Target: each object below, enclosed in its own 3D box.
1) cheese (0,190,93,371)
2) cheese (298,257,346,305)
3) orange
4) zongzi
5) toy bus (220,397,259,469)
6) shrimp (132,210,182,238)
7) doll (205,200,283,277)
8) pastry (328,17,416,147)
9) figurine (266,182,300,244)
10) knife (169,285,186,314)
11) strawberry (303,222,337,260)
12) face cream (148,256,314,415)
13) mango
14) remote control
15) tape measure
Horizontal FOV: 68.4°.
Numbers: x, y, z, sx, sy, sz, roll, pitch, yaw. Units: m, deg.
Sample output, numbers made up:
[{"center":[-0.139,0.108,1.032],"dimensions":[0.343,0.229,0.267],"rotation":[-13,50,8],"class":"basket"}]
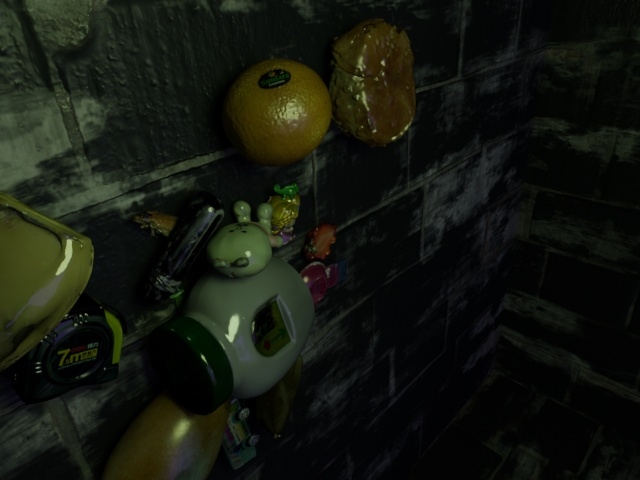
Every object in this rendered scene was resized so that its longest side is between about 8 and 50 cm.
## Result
[{"center":[-0.513,0.077,0.696],"dimensions":[0.259,0.128,0.316],"rotation":[29,80,-16],"class":"cheese"},{"center":[-0.006,0.123,1.394],"dimensions":[0.244,0.062,0.155],"rotation":[-26,126,-41],"class":"cheese"},{"center":[-0.089,-0.267,0.990],"dimensions":[0.236,0.236,0.237],"rotation":[-24,124,-41],"class":"orange"},{"center":[-0.106,0.412,1.299],"dimensions":[0.112,0.242,0.221],"rotation":[26,75,-9],"class":"zongzi"},{"center":[-0.243,0.509,1.286],"dimensions":[0.109,0.091,0.262],"rotation":[-31,127,-28],"class":"toy bus"},{"center":[-0.330,0.002,0.985],"dimensions":[0.178,0.034,0.125],"rotation":[11,102,-60],"class":"shrimp"},{"center":[-0.162,0.011,1.021],"dimensions":[0.275,0.154,0.113],"rotation":[-83,177,-61],"class":"doll"},{"center":[0.125,-0.399,1.219],"dimensions":[0.254,0.161,0.311],"rotation":[-10,105,-35],"class":"pastry"},{"center":[-0.109,-0.070,1.167],"dimensions":[0.114,0.095,0.156],"rotation":[-4,131,-26],"class":"figurine"},{"center":[-0.323,0.157,1.080],"dimensions":[0.054,0.015,0.212],"rotation":[-39,133,-31],"class":"knife"},{"center":[-0.003,0.000,1.355],"dimensions":[0.152,0.048,0.104],"rotation":[-39,128,-50],"class":"strawberry"},{"center":[-0.183,0.204,1.080],"dimensions":[0.357,0.219,0.313],"rotation":[-32,108,-47],"class":"face cream"},{"center":[-0.332,0.462,1.077],"dimensions":[0.384,0.198,0.222],"rotation":[-52,121,-31],"class":"mango"},{"center":[-0.281,0.023,0.980],"dimensions":[0.266,0.066,0.090],"rotation":[-61,152,-4],"class":"remote control"},{"center":[-0.458,0.185,0.866],"dimensions":[0.199,0.112,0.186],"rotation":[-8,121,-53],"class":"tape measure"}]
